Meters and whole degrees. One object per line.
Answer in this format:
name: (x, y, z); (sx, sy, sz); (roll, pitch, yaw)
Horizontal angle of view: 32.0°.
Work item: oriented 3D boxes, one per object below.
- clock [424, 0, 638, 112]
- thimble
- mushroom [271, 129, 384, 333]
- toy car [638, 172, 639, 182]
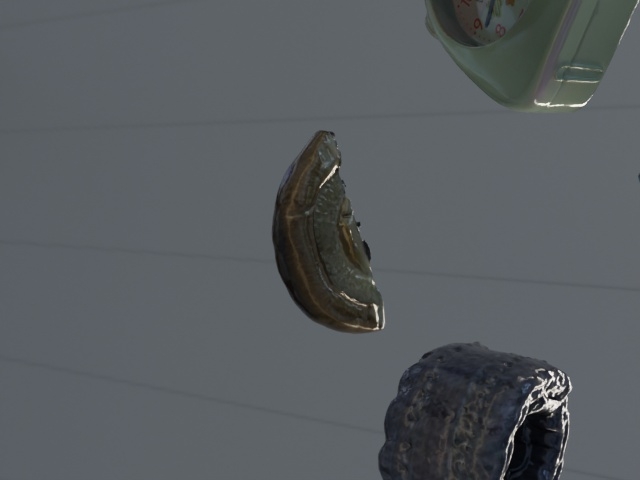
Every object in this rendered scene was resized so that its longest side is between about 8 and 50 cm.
clock: (0.128, -0.186, 0.736); (0.191, 0.062, 0.151); (54, -44, 43)
thimble: (0.116, 0.149, 0.824); (0.098, 0.150, 0.150); (13, -90, 32)
mushroom: (-0.002, -0.001, 1.113); (0.072, 0.094, 0.209); (-17, -90, 50)
toy car: (0.352, -0.056, 0.962); (0.098, 0.161, 0.126); (33, -82, -3)
